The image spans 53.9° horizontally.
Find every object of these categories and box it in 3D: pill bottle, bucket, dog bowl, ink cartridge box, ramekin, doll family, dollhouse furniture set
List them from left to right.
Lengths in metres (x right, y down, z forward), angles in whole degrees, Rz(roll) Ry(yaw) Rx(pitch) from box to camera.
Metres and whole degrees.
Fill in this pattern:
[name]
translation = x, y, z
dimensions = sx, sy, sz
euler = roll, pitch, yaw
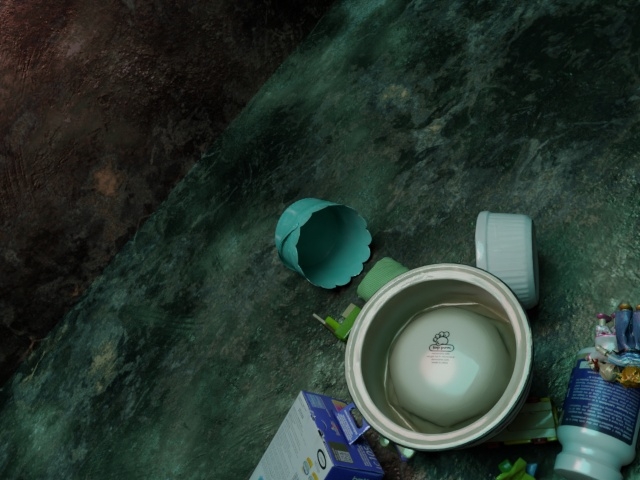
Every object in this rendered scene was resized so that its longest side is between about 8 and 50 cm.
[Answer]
[ink cartridge box]
translation = -0.013, 0.551, 1.493
dimensions = 0.395, 0.151, 0.270
euler = -63, 27, 15
[bucket]
translation = 0.000, 0.000, 1.992
dimensions = 0.281, 0.281, 0.183
euler = -51, 32, -8
[dollhouse furniture set]
translation = 0.138, 0.159, 1.829
dimensions = 0.301, 0.151, 0.198
euler = -51, 41, -8
[dog bowl]
translation = 0.265, 0.260, 1.354
dimensions = 0.408, 0.150, 0.407
euler = -16, 55, 24
[ramekin]
translation = 0.472, 0.055, 1.572
dimensions = 0.127, 0.273, 0.272
euler = -4, 53, 22
[pill bottle]
translation = 0.577, 0.367, 1.296
dimensions = 0.153, 0.153, 0.264
euler = 4, 59, 41
[doll family]
translation = 0.620, 0.199, 1.184
dimensions = 0.263, 0.118, 0.163
euler = -9, 56, 37

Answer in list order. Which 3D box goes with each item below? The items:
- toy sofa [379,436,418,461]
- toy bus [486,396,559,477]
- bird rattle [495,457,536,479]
[toy sofa]
translation = 0.292, 0.371, 1.526
dimensions = 0.362, 0.150, 0.177
euler = -45, 50, -1
[toy bus]
translation = 0.435, 0.411, 1.408
dimensions = 0.202, 0.104, 0.191
euler = 38, 93, 33
[bird rattle]
translation = 0.366, 0.543, 1.217
dimensions = 0.207, 0.254, 0.143
euler = 31, 114, 35
